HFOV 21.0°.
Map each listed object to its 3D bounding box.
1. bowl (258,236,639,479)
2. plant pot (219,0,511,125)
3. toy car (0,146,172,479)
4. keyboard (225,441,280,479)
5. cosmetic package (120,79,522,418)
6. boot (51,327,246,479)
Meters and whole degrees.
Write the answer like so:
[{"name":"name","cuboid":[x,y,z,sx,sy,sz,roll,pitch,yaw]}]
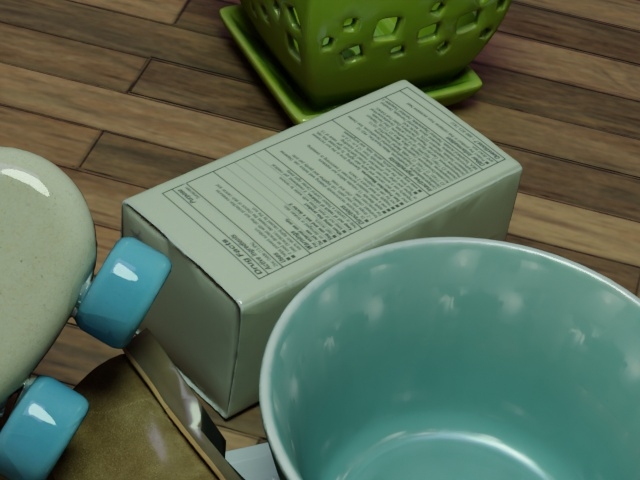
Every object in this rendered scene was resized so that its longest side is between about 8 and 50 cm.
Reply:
[{"name":"bowl","cuboid":[0.105,0.160,1.174,0.312,0.163,0.311,5,44,-5]},{"name":"plant pot","cuboid":[0.034,-0.234,1.601,0.228,0.207,0.227,-13,45,-23]},{"name":"toy car","cuboid":[-0.246,0.043,1.222,0.219,0.238,0.210,31,82,-4]},{"name":"keyboard","cuboid":[-0.029,0.177,1.262,0.256,0.014,0.072,-10,49,-19]},{"name":"cosmetic package","cuboid":[0.000,0.000,1.382,0.296,0.129,0.153,-24,51,-33]},{"name":"boot","cuboid":[-0.084,0.202,1.166,0.115,0.112,0.305,-34,55,-9]}]
